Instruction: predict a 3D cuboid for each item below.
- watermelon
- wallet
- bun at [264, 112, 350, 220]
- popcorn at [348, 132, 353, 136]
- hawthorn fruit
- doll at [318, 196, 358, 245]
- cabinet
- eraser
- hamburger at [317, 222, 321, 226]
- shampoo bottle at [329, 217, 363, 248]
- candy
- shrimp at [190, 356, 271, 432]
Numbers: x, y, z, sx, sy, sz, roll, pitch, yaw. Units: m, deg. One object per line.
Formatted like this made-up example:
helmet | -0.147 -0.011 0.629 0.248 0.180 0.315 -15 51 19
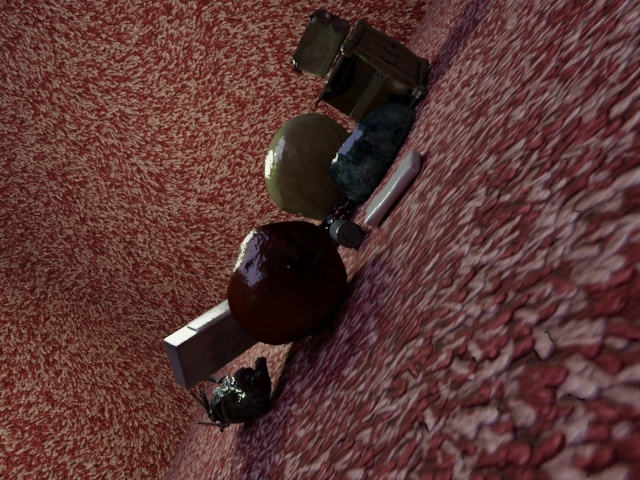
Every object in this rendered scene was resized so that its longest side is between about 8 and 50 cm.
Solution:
watermelon | 0.145 -0.274 1.490 0.318 0.148 0.226 -58 -1 2
wallet | 0.156 -0.109 1.097 0.190 0.033 0.095 -55 6 36
bun | 0.005 -0.227 1.644 0.202 0.364 0.364 18 76 47
popcorn | 0.042 -0.336 2.146 0.250 0.242 0.235 115 153 -42
hawthorn fruit | -0.092 0.103 1.093 0.300 0.254 0.254 -40 20 47
doll | 0.029 -0.028 1.548 0.248 0.088 0.127 -52 -16 -10
cabinet | 0.169 -0.504 1.613 0.227 0.290 0.318 -55 9 35
eraser | -0.193 0.202 1.271 0.397 0.082 0.213 -31 -39 -33
hamburger | 0.000 0.000 1.705 0.133 0.062 0.140 -64 9 -2
shampoo bottle | 0.061 -0.022 1.295 0.072 0.072 0.214 -60 6 2
candy | -0.001 -0.656 1.686 0.195 0.137 0.185 -58 8 36
shrimp | -0.217 0.394 1.283 0.221 0.166 0.410 -32 3 -34
